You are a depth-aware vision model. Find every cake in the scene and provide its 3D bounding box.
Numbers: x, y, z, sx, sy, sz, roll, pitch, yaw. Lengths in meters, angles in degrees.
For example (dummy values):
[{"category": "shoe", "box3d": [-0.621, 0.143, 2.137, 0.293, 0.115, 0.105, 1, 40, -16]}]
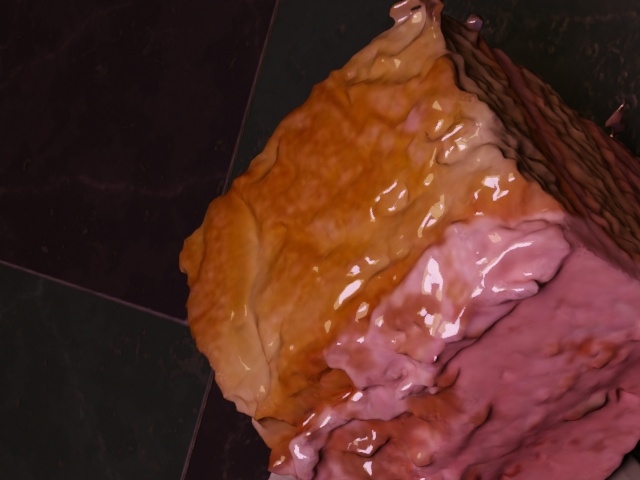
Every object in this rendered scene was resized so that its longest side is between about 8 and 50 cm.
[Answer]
[{"category": "cake", "box3d": [0.109, 0.041, 1.235, 0.314, 0.307, 0.293, -42, 44, 22]}]

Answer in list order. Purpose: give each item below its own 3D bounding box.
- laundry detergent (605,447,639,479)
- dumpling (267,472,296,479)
[{"category": "laundry detergent", "box3d": [0.210, 0.299, 1.279, 0.253, 0.091, 0.181, -52, 54, 15]}, {"category": "dumpling", "box3d": [0.024, 0.325, 1.378, 0.227, 0.243, 0.175, 6, 41, 20]}]
